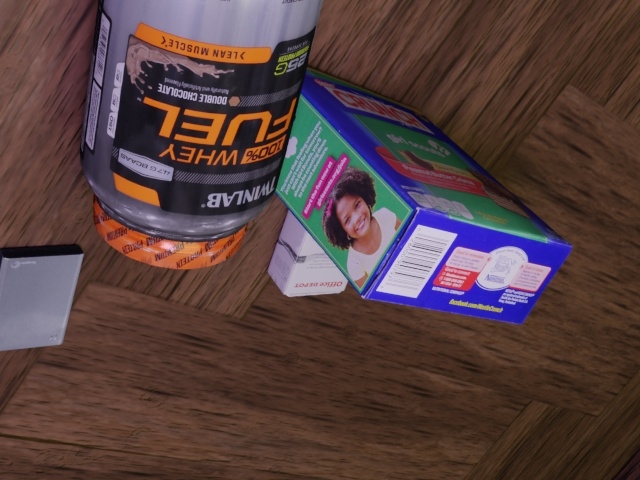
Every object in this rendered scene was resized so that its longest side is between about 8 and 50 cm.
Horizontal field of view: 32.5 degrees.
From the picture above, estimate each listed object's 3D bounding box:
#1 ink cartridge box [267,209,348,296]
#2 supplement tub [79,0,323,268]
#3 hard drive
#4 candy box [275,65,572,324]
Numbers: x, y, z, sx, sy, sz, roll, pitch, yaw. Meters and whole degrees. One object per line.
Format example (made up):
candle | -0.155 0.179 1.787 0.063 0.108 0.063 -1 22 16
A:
ink cartridge box | 0.000 0.000 1.419 0.099 0.056 0.135 -2 126 -35
supplement tub | -0.123 -0.152 1.077 0.207 0.207 0.338 -9 130 -31
hard drive | -0.330 0.066 1.257 0.094 0.022 0.135 -3 127 -35
candy box | 0.082 -0.058 1.230 0.268 0.317 0.122 12 117 -44
